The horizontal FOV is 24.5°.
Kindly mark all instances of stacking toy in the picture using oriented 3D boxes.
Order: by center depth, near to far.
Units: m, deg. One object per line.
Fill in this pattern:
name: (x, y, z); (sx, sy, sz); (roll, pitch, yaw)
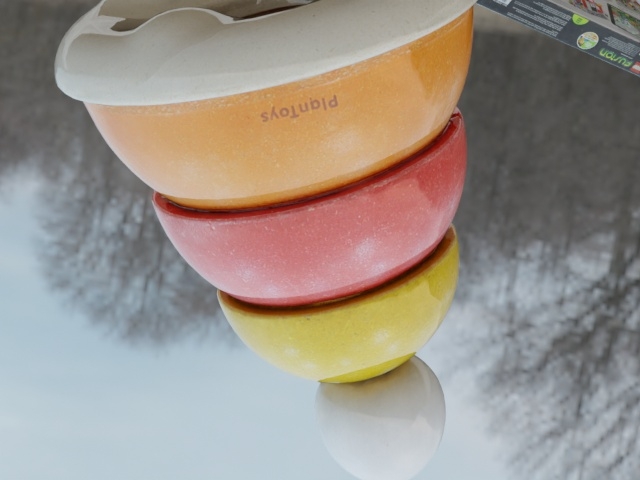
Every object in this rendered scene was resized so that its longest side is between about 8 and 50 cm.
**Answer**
stacking toy: (0.000, 0.000, 1.243); (0.351, 0.480, 0.350); (-11, -159, 4)

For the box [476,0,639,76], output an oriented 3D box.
box: (0.234, -0.242, 1.441); (0.207, 0.036, 0.114); (19, -138, -25)
